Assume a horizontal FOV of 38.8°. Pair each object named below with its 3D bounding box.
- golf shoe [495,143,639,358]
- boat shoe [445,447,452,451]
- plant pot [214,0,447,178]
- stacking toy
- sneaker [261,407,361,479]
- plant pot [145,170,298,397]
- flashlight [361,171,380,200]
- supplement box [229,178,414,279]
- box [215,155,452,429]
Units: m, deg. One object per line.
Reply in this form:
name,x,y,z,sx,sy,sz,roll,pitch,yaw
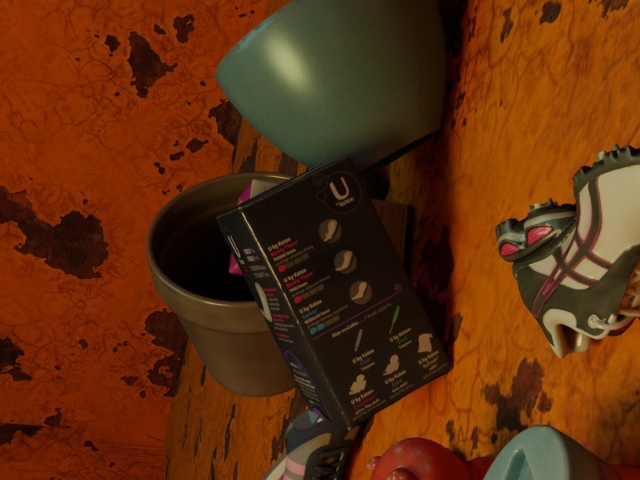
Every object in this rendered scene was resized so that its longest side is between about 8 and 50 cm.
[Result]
golf shoe,0.223,0.003,0.645,0.273,0.105,0.120,123,137,-70
boat shoe,0.106,0.251,0.915,0.137,0.049,0.043,-22,-71,-66
plant pot,0.044,-0.188,1.130,0.195,0.290,0.290,60,161,2
stacking toy,0.109,0.274,0.690,0.279,0.131,0.309,-69,11,-20
sneaker,0.002,0.340,1.292,0.319,0.112,0.131,110,144,-47
plant pot,-0.102,0.090,1.468,0.323,0.324,0.280,-99,6,-49
flashlight,0.037,-0.176,1.396,0.103,0.103,0.304,118,156,-46
supplement box,0.000,0.000,1.201,0.111,0.220,0.113,149,128,-71
box,0.010,0.058,1.051,0.270,0.143,0.165,64,164,-5
